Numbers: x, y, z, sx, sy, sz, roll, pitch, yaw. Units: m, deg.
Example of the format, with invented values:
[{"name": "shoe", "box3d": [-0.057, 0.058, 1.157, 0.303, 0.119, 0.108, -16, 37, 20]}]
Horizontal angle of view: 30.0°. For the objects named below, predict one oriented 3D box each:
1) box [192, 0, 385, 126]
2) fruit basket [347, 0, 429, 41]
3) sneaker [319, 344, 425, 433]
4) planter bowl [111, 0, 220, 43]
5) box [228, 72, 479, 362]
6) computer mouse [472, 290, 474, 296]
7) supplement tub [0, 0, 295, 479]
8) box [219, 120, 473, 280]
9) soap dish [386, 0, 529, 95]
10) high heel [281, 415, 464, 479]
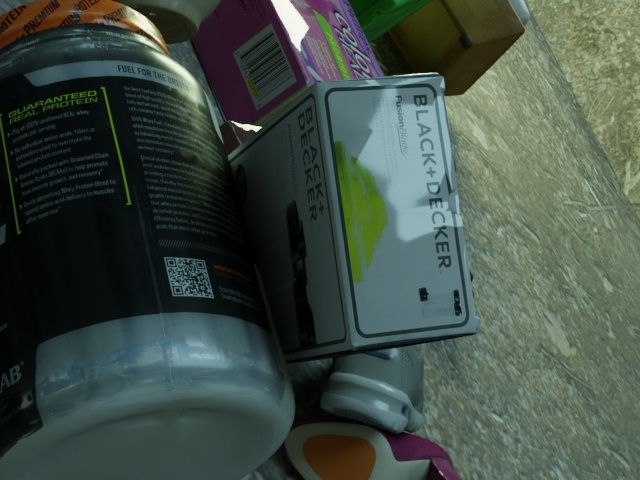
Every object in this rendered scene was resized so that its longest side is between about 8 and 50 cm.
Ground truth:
[{"name": "box", "box3d": [-0.031, -0.214, 1.454, 0.243, 0.117, 0.214, 16, 46, -57]}, {"name": "fruit basket", "box3d": [0.029, -0.484, 1.768, 0.392, 0.283, 0.392, 23, 54, -36]}, {"name": "sneaker", "box3d": [0.064, 0.114, 1.123, 0.105, 0.115, 0.281, 19, -4, 2]}, {"name": "planter bowl", "box3d": [-0.170, -0.272, 1.245, 0.162, 0.162, 0.109, 23, 67, -51]}, {"name": "box", "box3d": [0.000, 0.000, 0.847, 0.087, 0.290, 0.169, -5, 84, -21]}, {"name": "computer mouse", "box3d": [0.107, 0.032, 1.519, 0.242, 0.041, 0.071, 31, 25, -32]}, {"name": "supplement tub", "box3d": [-0.153, 0.005, 0.836, 0.207, 0.207, 0.338, 26, 39, -49]}, {"name": "box", "box3d": [-0.003, -0.001, 1.218, 0.381, 0.143, 0.191, -5, 65, -62]}, {"name": "soap dish", "box3d": [0.203, -0.372, 1.948, 0.229, 0.118, 0.291, 60, -18, 5]}, {"name": "high heel", "box3d": [0.041, 0.203, 1.156, 0.244, 0.082, 0.117, 19, 8, -34]}]
